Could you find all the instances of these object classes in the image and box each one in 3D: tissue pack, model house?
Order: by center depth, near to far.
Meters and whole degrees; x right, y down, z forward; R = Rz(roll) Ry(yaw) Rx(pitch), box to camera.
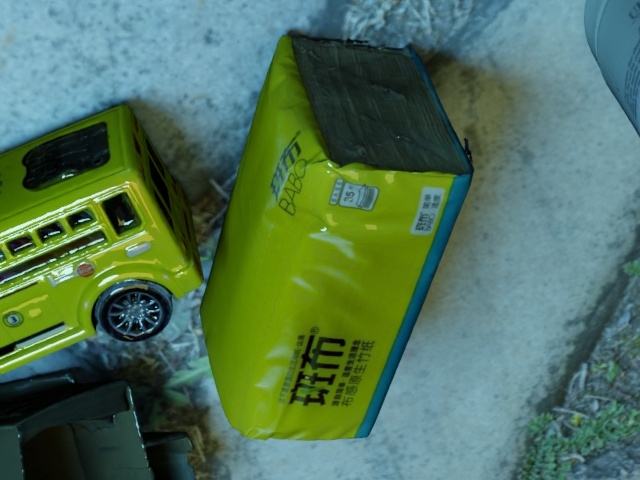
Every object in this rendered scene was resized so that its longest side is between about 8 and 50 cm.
[{"bbox_3d":[0.000,0.000,1.169,0.134,0.192,0.271,6,125,-17],"label":"tissue pack"},{"bbox_3d":[-0.249,0.228,1.317,0.243,0.204,0.211,-9,94,42],"label":"model house"}]

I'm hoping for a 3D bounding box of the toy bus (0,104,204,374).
[{"bbox_3d":[-0.266,0.026,1.170,0.331,0.145,0.151,-23,127,4],"label":"toy bus"}]

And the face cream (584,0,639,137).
[{"bbox_3d":[0.304,-0.146,1.138,0.177,0.153,0.177,-5,127,-7],"label":"face cream"}]
